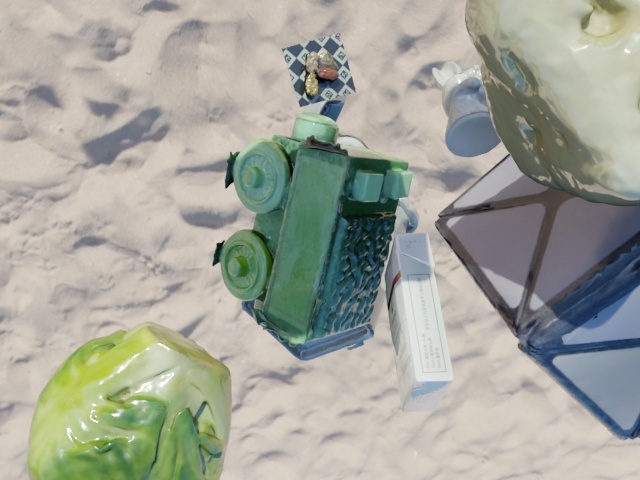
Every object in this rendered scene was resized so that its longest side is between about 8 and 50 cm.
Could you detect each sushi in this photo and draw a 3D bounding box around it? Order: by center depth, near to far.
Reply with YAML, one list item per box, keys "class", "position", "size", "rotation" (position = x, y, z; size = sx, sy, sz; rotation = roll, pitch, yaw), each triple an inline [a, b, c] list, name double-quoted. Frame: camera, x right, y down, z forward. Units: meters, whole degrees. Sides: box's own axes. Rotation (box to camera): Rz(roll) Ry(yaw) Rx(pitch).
- class: "sushi"
  position: [0.003, -0.330, 1.189]
  size: [0.126, 0.026, 0.120]
  rotation: [-19, 95, -16]

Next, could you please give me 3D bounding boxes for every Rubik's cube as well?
- class: "Rubik's cube"
  position: [0.391, 0.028, 0.830]
  size: [0.310, 0.305, 0.307]
  rotation: [-43, 120, 14]

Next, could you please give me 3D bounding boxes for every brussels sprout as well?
- class: "brussels sprout"
  position: [-0.194, 0.198, 0.648]
  size: [0.223, 0.161, 0.223]
  rotation: [0, 90, -23]

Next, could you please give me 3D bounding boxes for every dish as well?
- class: "dish"
  position: [-0.011, -0.349, 1.785]
  size: [0.064, 0.154, 0.234]
  rotation: [36, 115, 14]

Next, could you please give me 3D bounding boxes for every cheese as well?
- class: "cheese"
  position: [0.239, -0.165, 0.582]
  size: [0.173, 0.248, 0.251]
  rotation: [-40, 92, 4]

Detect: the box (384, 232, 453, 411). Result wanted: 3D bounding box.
- class: "box"
  position: [0.092, 0.079, 0.606]
  size: [0.040, 0.154, 0.084]
  rotation: [-2, 147, -2]

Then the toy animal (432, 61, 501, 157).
- class: "toy animal"
  position: [0.249, -0.256, 1.037]
  size: [0.103, 0.221, 0.131]
  rotation: [1, 139, -1]

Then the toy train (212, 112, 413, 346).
- class: "toy train"
  position: [-0.012, -0.012, 0.753]
  size: [0.159, 0.188, 0.272]
  rotation: [-5, 112, -52]

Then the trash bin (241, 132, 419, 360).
- class: "trash bin"
  position: [0.000, 0.000, 1.131]
  size: [0.255, 0.368, 0.296]
  rotation: [-24, 121, 32]
